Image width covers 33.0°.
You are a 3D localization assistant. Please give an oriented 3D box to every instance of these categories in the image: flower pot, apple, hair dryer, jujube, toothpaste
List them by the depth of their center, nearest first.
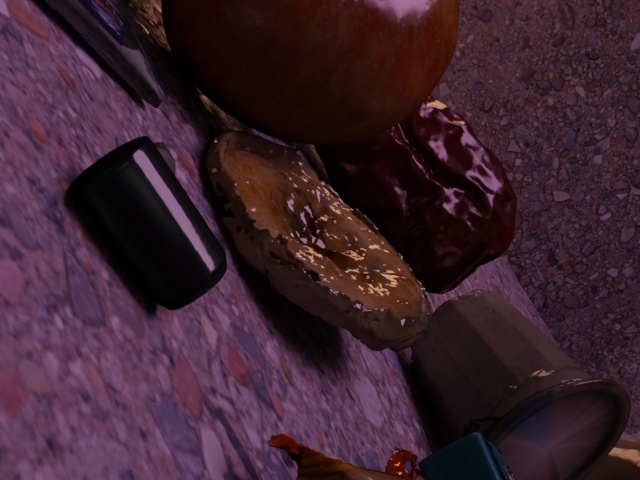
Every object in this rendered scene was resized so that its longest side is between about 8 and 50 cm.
[{"bbox_3d":[-0.108,-0.033,0.728,0.100,0.057,0.198,58,7,-20],"label":"hair dryer"},{"bbox_3d":[-0.181,-0.179,0.783,0.233,0.038,0.060,49,19,-54],"label":"toothpaste"},{"bbox_3d":[-0.023,-0.227,1.044,0.309,0.250,0.277,41,52,-7],"label":"apple"},{"bbox_3d":[0.208,0.178,1.240,0.212,0.212,0.202,49,2,-45],"label":"flower pot"},{"bbox_3d":[0.113,-0.096,1.419,0.342,0.216,0.216,49,14,-8],"label":"jujube"}]

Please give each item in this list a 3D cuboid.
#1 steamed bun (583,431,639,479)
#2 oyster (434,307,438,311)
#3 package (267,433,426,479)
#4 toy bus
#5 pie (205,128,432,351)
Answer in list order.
[{"bbox_3d":[0.517,0.461,1.673,0.342,0.255,0.367,30,-1,-34],"label":"steamed bun"},{"bbox_3d":[0.222,0.172,1.582,0.209,0.072,0.133,45,5,41],"label":"oyster"},{"bbox_3d":[0.068,0.248,0.660,0.223,0.108,0.288,34,31,-61],"label":"package"},{"bbox_3d":[0.161,0.275,1.039,0.092,0.079,0.160,46,18,-51],"label":"toy bus"},{"bbox_3d":[0.000,0.000,0.983,0.274,0.055,0.274,41,17,-15],"label":"pie"}]
